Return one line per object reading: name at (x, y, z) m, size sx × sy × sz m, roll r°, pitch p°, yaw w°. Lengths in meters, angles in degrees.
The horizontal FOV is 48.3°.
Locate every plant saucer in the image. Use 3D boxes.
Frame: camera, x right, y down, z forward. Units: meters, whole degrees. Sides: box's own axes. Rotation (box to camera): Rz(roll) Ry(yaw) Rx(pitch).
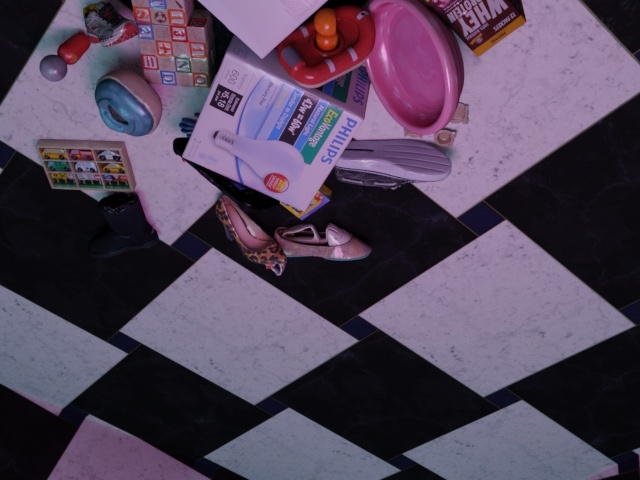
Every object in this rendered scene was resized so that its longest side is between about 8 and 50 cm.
plant saucer at (0.218, -0.409, 1.639) m, size 0.084 × 0.332 × 0.332 m, roll -27°, pitch 137°, yaw -20°

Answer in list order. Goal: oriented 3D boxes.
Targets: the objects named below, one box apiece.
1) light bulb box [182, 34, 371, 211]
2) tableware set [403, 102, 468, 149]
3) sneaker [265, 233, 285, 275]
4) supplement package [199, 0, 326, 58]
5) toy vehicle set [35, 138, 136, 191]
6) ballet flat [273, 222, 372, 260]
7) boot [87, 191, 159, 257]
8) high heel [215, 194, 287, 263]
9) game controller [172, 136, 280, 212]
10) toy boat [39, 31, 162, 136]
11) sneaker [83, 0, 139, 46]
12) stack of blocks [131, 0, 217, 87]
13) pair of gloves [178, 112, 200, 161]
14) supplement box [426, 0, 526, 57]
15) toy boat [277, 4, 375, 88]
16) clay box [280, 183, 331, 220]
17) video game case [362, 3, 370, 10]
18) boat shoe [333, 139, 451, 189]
light bulb box at (-0.110, -0.320, 1.824) m, size 0.360 × 0.225 × 0.358 m, roll 23°, pitch 134°, yaw -12°
tableware set at (0.306, -0.316, 1.902) m, size 0.168 × 0.020 × 0.141 m, roll 13°, pitch 135°, yaw -3°
sneaker at (-0.162, 0.046, 2.295) m, size 0.057 × 0.075 × 0.161 m, roll -18°, pitch 129°, yaw 25°
supplement package at (-0.099, -0.590, 1.576) m, size 0.262 × 0.198 × 0.199 m, roll -32°, pitch 122°, yaw 33°
toy vehicle set at (-0.702, -0.225, 2.149) m, size 0.266 × 0.035 × 0.166 m, roll 2°, pitch 135°, yaw 7°
ballet flat at (0.000, 0.000, 2.209) m, size 0.315 × 0.108 × 0.106 m, roll 0°, pitch 120°, yaw 9°
boot at (-0.658, -0.054, 2.265) m, size 0.246 × 0.094 × 0.207 m, roll -9°, pitch 136°, yaw 9°
high heel at (-0.212, -0.031, 2.159) m, size 0.261 × 0.093 × 0.186 m, roll 27°, pitch 147°, yaw 29°
game controller at (-0.254, -0.180, 1.918) m, size 0.319 × 0.166 × 0.067 m, roll 39°, pitch 105°, yaw 17°
toy boat at (-0.565, -0.384, 1.858) m, size 0.318 × 0.148 × 0.267 m, roll 43°, pitch 160°, yaw -14°
sneaker at (-0.519, -0.526, 1.730) m, size 0.225 × 0.088 × 0.093 m, roll 21°, pitch 136°, yaw 45°
stack of blocks at (-0.357, -0.530, 1.756) m, size 0.171 × 0.087 × 0.297 m, roll 5°, pitch 134°, yaw 5°
pair of gloves at (-0.325, -0.276, 2.045) m, size 0.159 × 0.023 × 0.198 m, roll 8°, pitch 135°, yaw 2°
supplement box at (0.330, -0.546, 1.552) m, size 0.194 × 0.191 × 0.129 m, roll 38°, pitch 127°, yaw -26°
toy boat at (0.017, -0.459, 1.604) m, size 0.231 × 0.151 × 0.151 m, roll -31°, pitch 160°, yaw -14°
clay box at (-0.090, -0.165, 2.092) m, size 0.222 × 0.053 × 0.127 m, roll 37°, pitch 128°, yaw -25°
video game case at (0.170, -0.498, 1.745) m, size 0.173 × 0.022 × 0.190 m, roll -23°, pitch 126°, yaw 28°
boat shoe at (0.196, -0.204, 1.980) m, size 0.335 × 0.121 × 0.119 m, roll 10°, pitch 144°, yaw 15°
